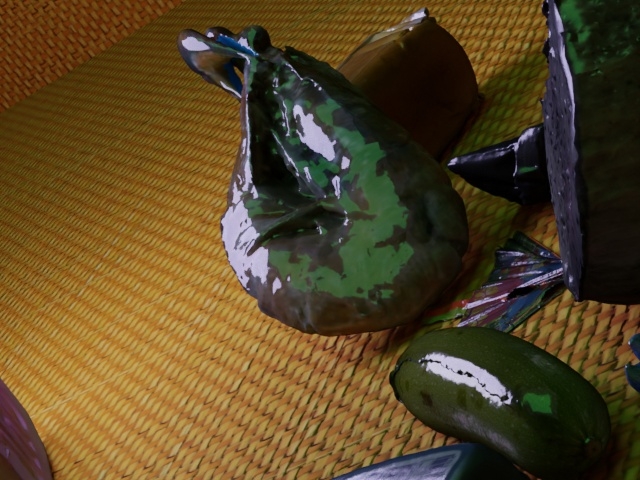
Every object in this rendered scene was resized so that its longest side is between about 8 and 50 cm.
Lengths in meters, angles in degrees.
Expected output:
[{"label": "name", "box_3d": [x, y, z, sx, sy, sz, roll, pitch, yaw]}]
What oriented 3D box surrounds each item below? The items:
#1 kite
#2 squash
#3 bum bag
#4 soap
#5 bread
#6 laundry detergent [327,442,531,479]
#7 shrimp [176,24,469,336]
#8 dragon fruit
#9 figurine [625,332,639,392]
[{"label": "kite", "box_3d": [0.148, 0.055, 1.686, 0.183, 0.014, 0.241, -19, 27, 46]}, {"label": "squash", "box_3d": [0.121, 0.111, 1.478, 0.094, 0.094, 0.341, -42, 18, -12]}, {"label": "bum bag", "box_3d": [0.229, -0.078, 1.722, 0.248, 0.123, 0.060, -28, 64, 43]}, {"label": "soap", "box_3d": [-0.363, 0.213, 1.974, 0.109, 0.193, 0.324, -37, 17, -3]}, {"label": "bread", "box_3d": [0.072, -0.134, 2.088, 0.107, 0.136, 0.241, -14, 28, 51]}, {"label": "laundry detergent", "box_3d": [0.028, 0.227, 1.377, 0.290, 0.094, 0.143, -18, 44, 52]}, {"label": "shrimp", "box_3d": [-0.018, -0.067, 1.888, 0.221, 0.110, 0.446, -33, 50, -3]}, {"label": "dragon fruit", "box_3d": [0.280, -0.069, 1.453, 0.221, 0.204, 0.283, -11, -22, -1]}, {"label": "figurine", "box_3d": [0.253, 0.094, 1.286, 0.114, 0.079, 0.114, 5, 39, -4]}]
